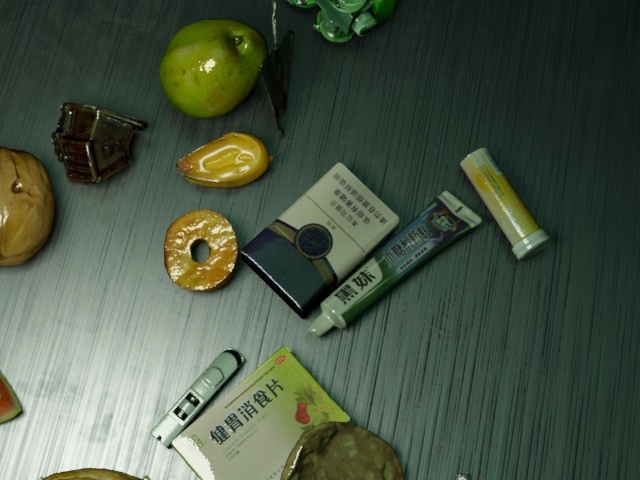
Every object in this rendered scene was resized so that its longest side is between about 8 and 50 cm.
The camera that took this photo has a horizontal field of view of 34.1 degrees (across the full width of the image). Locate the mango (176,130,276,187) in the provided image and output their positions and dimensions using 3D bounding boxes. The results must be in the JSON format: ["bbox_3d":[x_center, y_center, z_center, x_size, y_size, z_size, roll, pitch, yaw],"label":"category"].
[{"bbox_3d":[-0.176,-0.147,1.960,0.187,0.066,0.101,-13,80,-2],"label":"mango"}]

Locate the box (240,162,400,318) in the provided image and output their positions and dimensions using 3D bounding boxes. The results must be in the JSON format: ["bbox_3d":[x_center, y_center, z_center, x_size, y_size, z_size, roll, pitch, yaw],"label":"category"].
[{"bbox_3d":[0.000,0.000,1.914,0.168,0.071,0.259,43,74,11],"label":"box"}]

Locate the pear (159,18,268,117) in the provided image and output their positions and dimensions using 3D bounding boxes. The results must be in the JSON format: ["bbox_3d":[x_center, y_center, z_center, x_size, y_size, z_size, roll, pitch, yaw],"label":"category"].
[{"bbox_3d":[-0.195,-0.324,1.932,0.187,0.220,0.187,15,68,-42],"label":"pear"}]

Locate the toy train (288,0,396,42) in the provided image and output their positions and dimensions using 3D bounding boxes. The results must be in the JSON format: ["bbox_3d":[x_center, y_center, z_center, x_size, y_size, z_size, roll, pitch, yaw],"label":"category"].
[{"bbox_3d":[0.045,-0.517,2.070,0.188,0.132,0.243,-35,76,-22],"label":"toy train"}]

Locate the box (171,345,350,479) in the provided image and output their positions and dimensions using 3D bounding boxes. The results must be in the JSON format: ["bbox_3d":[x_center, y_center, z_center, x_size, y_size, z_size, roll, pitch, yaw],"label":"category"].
[{"bbox_3d":[-0.102,0.332,1.798,0.260,0.062,0.175,-40,78,-14],"label":"box"}]

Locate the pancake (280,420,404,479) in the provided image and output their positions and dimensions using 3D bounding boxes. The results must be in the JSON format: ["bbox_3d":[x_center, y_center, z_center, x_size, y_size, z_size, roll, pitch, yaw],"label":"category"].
[{"bbox_3d":[0.036,0.421,1.761,0.242,0.050,0.242,1,87,-24],"label":"pancake"}]

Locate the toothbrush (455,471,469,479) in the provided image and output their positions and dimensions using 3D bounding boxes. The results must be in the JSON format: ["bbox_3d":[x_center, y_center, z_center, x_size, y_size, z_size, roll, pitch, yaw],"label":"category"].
[{"bbox_3d":[0.257,0.540,1.770,0.024,0.021,0.288,-7,71,6],"label":"toothbrush"}]

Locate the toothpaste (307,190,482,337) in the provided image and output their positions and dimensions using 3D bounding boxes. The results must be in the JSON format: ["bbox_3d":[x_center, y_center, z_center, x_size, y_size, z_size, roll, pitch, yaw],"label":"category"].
[{"bbox_3d":[0.129,0.048,1.910,0.392,0.061,0.099,-40,64,-17],"label":"toothpaste"}]

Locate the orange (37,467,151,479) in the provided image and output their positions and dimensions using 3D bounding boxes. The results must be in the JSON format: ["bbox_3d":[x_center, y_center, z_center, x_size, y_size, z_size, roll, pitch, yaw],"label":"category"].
[{"bbox_3d":[-0.334,0.493,1.591,0.249,0.329,0.329,-43,78,1],"label":"orange"}]

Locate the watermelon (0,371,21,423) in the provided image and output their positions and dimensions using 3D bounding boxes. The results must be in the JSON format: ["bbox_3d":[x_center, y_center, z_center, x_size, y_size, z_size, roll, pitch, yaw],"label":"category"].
[{"bbox_3d":[-0.572,0.258,1.780,0.135,0.094,0.125,22,63,0],"label":"watermelon"}]

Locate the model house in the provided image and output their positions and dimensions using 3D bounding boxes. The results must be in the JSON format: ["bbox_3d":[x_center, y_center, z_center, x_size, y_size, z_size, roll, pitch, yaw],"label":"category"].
[{"bbox_3d":[-0.431,-0.176,1.946,0.165,0.106,0.152,10,80,38],"label":"model house"}]

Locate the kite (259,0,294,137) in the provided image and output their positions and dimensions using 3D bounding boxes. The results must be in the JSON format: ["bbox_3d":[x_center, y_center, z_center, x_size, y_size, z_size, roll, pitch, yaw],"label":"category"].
[{"bbox_3d":[-0.080,-0.321,1.960,0.013,0.323,0.267,1,114,9],"label":"kite"}]

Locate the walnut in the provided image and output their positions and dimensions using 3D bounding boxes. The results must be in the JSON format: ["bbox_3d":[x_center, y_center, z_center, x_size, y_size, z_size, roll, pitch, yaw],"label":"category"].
[{"bbox_3d":[-0.570,-0.064,1.844,0.195,0.195,0.221,0,69,-3],"label":"walnut"}]

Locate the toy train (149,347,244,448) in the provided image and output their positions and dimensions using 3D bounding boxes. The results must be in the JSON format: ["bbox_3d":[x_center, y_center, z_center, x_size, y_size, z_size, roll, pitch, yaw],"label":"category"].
[{"bbox_3d":[-0.212,0.270,1.822,0.043,0.047,0.207,39,75,8],"label":"toy train"}]

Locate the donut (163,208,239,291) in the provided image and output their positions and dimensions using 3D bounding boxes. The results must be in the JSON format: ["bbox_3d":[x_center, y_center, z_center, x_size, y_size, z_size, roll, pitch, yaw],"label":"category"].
[{"bbox_3d":[-0.212,0.023,1.892,0.152,0.058,0.152,-3,73,8],"label":"donut"}]

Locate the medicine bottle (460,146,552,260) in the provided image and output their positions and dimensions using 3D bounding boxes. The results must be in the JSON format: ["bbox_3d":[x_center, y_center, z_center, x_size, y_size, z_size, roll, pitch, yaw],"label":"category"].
[{"bbox_3d":[0.346,-0.071,1.962,0.074,0.074,0.218,-27,73,-12],"label":"medicine bottle"}]
